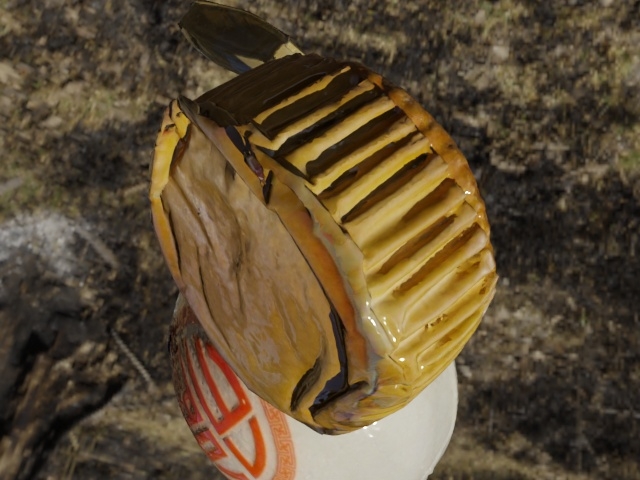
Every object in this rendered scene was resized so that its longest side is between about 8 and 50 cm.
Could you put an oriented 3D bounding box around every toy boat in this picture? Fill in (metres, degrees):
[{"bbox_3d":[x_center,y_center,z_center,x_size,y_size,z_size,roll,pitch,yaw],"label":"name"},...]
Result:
[{"bbox_3d":[-0.079,-0.203,1.042,0.206,0.064,0.072,33,173,39],"label":"toy boat"}]

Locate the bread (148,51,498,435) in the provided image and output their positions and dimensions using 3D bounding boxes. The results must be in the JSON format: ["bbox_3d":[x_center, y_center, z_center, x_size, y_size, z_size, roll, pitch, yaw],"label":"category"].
[{"bbox_3d":[0.000,0.001,0.497,0.199,0.104,0.199,41,150,30],"label":"bread"}]

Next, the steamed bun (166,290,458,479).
[{"bbox_3d":[-0.029,0.116,0.844,0.177,0.283,0.283,-22,163,-34],"label":"steamed bun"}]
